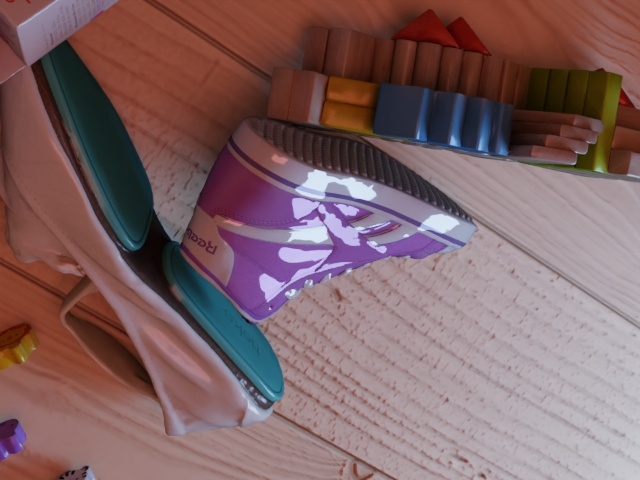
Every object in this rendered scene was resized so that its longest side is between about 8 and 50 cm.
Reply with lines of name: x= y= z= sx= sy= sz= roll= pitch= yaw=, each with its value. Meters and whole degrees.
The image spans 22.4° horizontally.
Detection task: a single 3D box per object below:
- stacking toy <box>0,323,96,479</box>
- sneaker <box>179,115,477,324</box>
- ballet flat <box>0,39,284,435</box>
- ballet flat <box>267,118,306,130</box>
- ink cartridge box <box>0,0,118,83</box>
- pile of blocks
stacking toy: x=-0.314 y=0.187 z=1.371 sx=0.221 sy=0.052 sz=0.167 roll=-24 pitch=112 yaw=-5
sneaker: x=-0.001 y=-0.001 z=1.338 sx=0.282 sy=0.102 sz=0.161 roll=15 pitch=112 yaw=-43
ballet flat: x=-0.175 y=0.013 z=1.312 sx=0.139 sy=0.139 sz=0.400 roll=-33 pitch=116 yaw=-2
ballet flat: x=-0.025 y=-0.069 z=1.369 sx=0.041 sy=0.041 sz=0.114 roll=-3 pitch=110 yaw=-15
ink cartridge box: x=-0.212 y=-0.206 z=1.196 sx=0.181 sy=0.061 sz=0.104 roll=-40 pitch=74 yaw=-17
pile of blocks: x=0.140 y=-0.126 z=1.331 sx=0.362 sy=0.149 sz=0.113 roll=8 pitch=91 yaw=-21
